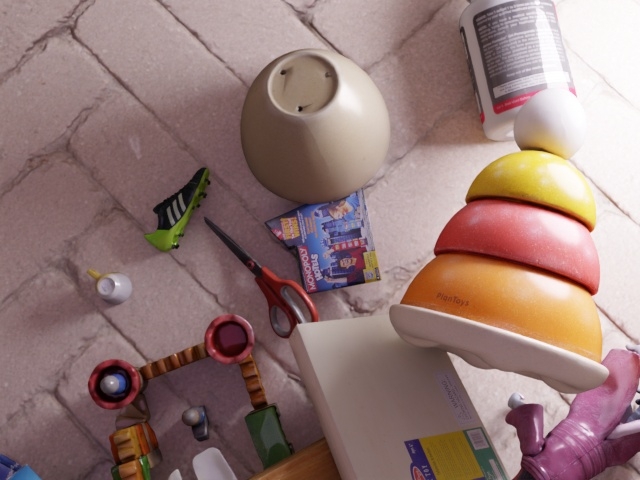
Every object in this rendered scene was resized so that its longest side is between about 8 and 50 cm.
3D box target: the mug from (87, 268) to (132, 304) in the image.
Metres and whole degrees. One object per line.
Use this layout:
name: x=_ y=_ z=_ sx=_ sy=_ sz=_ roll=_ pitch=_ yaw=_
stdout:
mug: x=-0.396 y=0.086 z=1.493 sx=0.078 sy=0.064 sz=0.062 roll=5 pitch=83 yaw=2

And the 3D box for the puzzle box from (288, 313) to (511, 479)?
puzzle box: x=0.136 y=0.303 z=1.319 sx=0.272 sy=0.052 sz=0.408 roll=-2 pitch=51 yaw=-29

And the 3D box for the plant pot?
plant pot: x=-0.020 y=-0.231 z=1.437 sx=0.284 sy=0.191 sz=0.283 roll=-2 pitch=71 yaw=7

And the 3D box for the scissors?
scissors: x=-0.109 y=0.051 z=1.493 sx=0.109 sy=0.021 sz=0.297 roll=-40 pitch=78 yaw=36

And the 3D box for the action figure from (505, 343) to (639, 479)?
action figure: x=0.447 y=0.360 z=1.354 sx=0.370 sy=0.276 sz=0.248 roll=-33 pitch=89 yaw=-17

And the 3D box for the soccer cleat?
soccer cleat: x=-0.270 y=-0.066 z=1.515 sx=0.072 sy=0.060 sz=0.178 roll=28 pitch=87 yaw=6

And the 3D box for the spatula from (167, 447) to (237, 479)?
spatula: x=-0.176 y=0.465 z=1.252 sx=0.168 sy=0.019 sz=0.242 roll=-29 pitch=83 yaw=-6

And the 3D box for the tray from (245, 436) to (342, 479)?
tray: x=0.078 y=0.406 z=1.326 sx=0.411 sy=0.076 sz=0.202 roll=-19 pitch=81 yaw=-39

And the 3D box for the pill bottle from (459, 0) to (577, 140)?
pill bottle: x=0.356 y=-0.359 z=1.485 sx=0.177 sy=0.176 sz=0.318 roll=-11 pitch=83 yaw=-1

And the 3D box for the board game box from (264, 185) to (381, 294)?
board game box: x=0.000 y=0.000 z=1.501 sx=0.194 sy=0.060 sz=0.194 roll=-10 pitch=83 yaw=0

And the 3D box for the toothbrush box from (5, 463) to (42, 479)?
toothbrush box: x=-0.460 y=0.552 z=1.320 sx=0.295 sy=0.126 sz=0.216 roll=44 pitch=124 yaw=4

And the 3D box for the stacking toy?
stacking toy: x=0.338 y=-0.021 z=1.300 sx=0.351 sy=0.350 sz=0.479 roll=18 pitch=84 yaw=3

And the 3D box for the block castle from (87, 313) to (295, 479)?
block castle: x=-0.192 y=0.381 z=1.377 sx=0.303 sy=0.213 sz=0.452 roll=-20 pitch=83 yaw=-2

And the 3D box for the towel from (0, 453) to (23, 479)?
towel: x=-0.520 y=0.573 z=1.443 sx=0.336 sy=0.040 sz=0.243 roll=32 pitch=85 yaw=5
